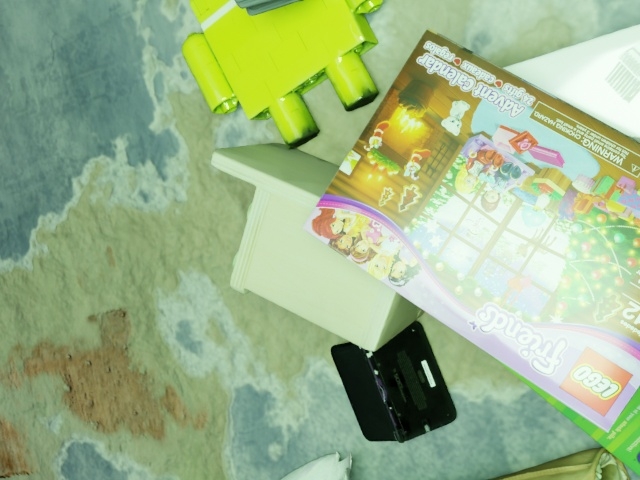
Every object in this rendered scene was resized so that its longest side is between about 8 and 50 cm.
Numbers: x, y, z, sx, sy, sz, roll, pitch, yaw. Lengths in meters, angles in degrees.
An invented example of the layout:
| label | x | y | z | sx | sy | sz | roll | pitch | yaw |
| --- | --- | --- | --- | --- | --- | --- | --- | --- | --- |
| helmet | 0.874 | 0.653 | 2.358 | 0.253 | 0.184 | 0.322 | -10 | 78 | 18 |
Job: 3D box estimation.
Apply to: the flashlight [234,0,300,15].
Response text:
| label | x | y | z | sx | sy | sz | roll | pitch | yaw |
| --- | --- | --- | --- | --- | --- | --- | --- | --- | --- |
| flashlight | 0.061 | -0.293 | 0.694 | 0.304 | 0.103 | 0.103 | -16 | 126 | 15 |

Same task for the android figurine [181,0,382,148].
| label | x | y | z | sx | sy | sz | roll | pitch | yaw |
| --- | --- | --- | --- | --- | --- | --- | --- | --- | --- |
| android figurine | -0.049 | -0.249 | 0.819 | 0.248 | 0.056 | 0.272 | -27 | 88 | 28 |

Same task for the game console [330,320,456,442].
| label | x | y | z | sx | sy | sz | roll | pitch | yaw |
| --- | --- | --- | --- | --- | --- | --- | --- | --- | --- |
| game console | 0.082 | 0.162 | 0.847 | 0.107 | 0.071 | 0.122 | -22 | 89 | -2 |

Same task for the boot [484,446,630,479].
| label | x | y | z | sx | sy | sz | roll | pitch | yaw |
| --- | --- | --- | --- | --- | --- | --- | --- | --- | --- |
| boot | 0.143 | 0.283 | 0.717 | 0.270 | 0.236 | 0.089 | -23 | 89 | 31 |

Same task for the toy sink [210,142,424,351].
| label | x | y | z | sx | sy | sz | roll | pitch | yaw |
| --- | --- | --- | --- | --- | --- | --- | --- | --- | --- |
| toy sink | 0.000 | 0.000 | 0.782 | 0.234 | 0.153 | 0.131 | 25 | 109 | 20 |

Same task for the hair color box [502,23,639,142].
| label | x | y | z | sx | sy | sz | roll | pitch | yaw |
| --- | --- | --- | --- | --- | --- | --- | --- | --- | --- |
| hair color box | 0.297 | -0.095 | 0.644 | 0.339 | 0.110 | 0.185 | -14 | 93 | 29 |

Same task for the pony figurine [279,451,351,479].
| label | x | y | z | sx | sy | sz | roll | pitch | yaw |
| --- | --- | --- | --- | --- | --- | --- | --- | --- | --- |
| pony figurine | -0.086 | 0.439 | 0.860 | 0.351 | 0.303 | 0.363 | -24 | 103 | 36 |

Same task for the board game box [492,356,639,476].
| label | x | y | z | sx | sy | sz | roll | pitch | yaw |
| --- | --- | --- | --- | --- | --- | --- | --- | --- | --- |
| board game box | 0.280 | 0.130 | 0.681 | 0.259 | 0.039 | 0.124 | 40 | 120 | -9 |

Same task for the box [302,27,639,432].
| label | x | y | z | sx | sy | sz | roll | pitch | yaw |
| --- | --- | --- | --- | --- | --- | --- | --- | --- | --- |
| box | 0.159 | -0.015 | 0.604 | 0.293 | 0.057 | 0.200 | 33 | 96 | 16 |
